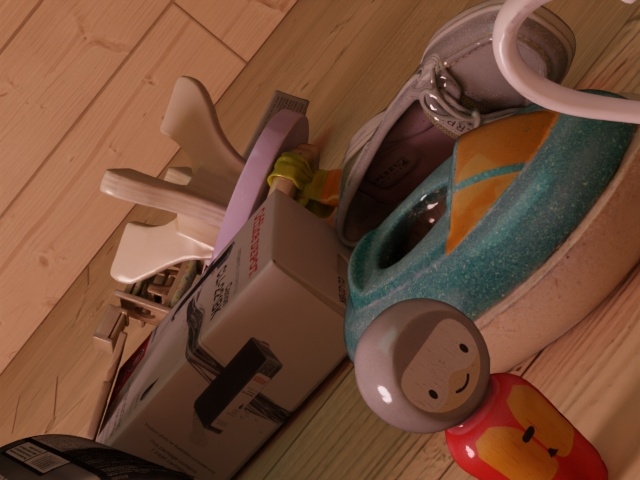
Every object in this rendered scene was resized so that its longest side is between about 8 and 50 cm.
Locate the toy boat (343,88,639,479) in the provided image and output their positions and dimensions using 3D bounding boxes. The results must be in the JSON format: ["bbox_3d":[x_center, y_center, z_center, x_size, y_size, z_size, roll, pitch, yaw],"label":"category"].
[{"bbox_3d":[0.098,0.022,0.668,0.267,0.148,0.318,-43,17,27],"label":"toy boat"}]

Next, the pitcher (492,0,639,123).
[{"bbox_3d":[0.200,-0.083,0.501,0.178,0.207,0.125,-40,19,38],"label":"pitcher"}]

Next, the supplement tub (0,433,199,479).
[{"bbox_3d":[-0.185,0.250,0.832,0.193,0.194,0.316,-57,21,-19],"label":"supplement tub"}]

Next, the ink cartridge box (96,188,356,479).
[{"bbox_3d":[-0.084,0.106,1.061,0.273,0.114,0.197,-47,15,16],"label":"ink cartridge box"}]

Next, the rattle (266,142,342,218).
[{"bbox_3d":[0.000,0.000,1.237,0.130,0.143,0.199,-88,6,-68],"label":"rattle"}]

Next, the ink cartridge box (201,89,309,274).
[{"bbox_3d":[-0.101,-0.045,1.574,0.275,0.060,0.238,-70,-1,-49],"label":"ink cartridge box"}]

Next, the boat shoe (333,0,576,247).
[{"bbox_3d":[0.108,-0.096,0.989,0.320,0.118,0.103,-38,26,52],"label":"boat shoe"}]

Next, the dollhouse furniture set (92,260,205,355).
[{"bbox_3d":[-0.242,0.116,1.614,0.161,0.101,0.181,100,-170,-58],"label":"dollhouse furniture set"}]

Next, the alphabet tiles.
[{"bbox_3d":[-0.258,0.247,1.191,0.342,0.011,0.285,134,154,-74],"label":"alphabet tiles"}]

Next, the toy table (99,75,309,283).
[{"bbox_3d":[-0.134,-0.041,1.279,0.252,0.161,0.274,33,-100,-78],"label":"toy table"}]
